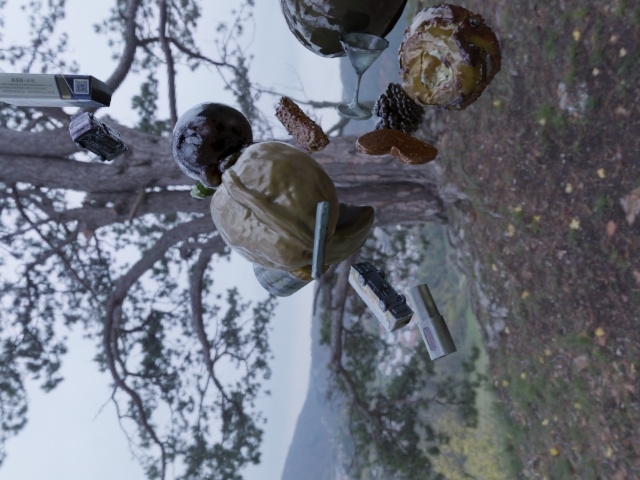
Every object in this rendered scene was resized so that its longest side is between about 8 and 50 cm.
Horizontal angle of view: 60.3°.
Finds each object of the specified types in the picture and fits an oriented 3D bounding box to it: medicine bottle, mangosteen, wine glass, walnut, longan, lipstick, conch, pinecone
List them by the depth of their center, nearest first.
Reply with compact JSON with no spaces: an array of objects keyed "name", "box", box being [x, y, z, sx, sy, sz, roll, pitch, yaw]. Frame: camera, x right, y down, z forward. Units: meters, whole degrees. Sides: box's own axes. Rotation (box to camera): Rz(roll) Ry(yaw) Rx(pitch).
[{"name":"wine glass","box":[0.091,-0.386,1.302,0.122,0.122,0.182,-80,-2,-50]},{"name":"longan","box":[0.057,-0.657,1.385,0.404,0.336,0.404,-175,90,-84]},{"name":"walnut","box":[-0.126,-0.096,1.600,0.381,0.382,0.381,10,-90,-90]},{"name":"lipstick","box":[0.379,0.276,1.890,0.079,0.077,0.252,-38,64,47]},{"name":"pinecone","box":[0.273,-0.455,1.981,0.204,0.179,0.184,-30,43,60]},{"name":"mangosteen","box":[-0.369,-0.330,1.991,0.307,0.347,0.307,-37,-16,-13]},{"name":"medicine bottle","box":[-0.114,0.078,2.193,0.232,0.238,0.237,-38,29,39]},{"name":"conch","box":[-0.483,-0.208,2.245,0.089,0.121,0.074,38,-141,-41]}]

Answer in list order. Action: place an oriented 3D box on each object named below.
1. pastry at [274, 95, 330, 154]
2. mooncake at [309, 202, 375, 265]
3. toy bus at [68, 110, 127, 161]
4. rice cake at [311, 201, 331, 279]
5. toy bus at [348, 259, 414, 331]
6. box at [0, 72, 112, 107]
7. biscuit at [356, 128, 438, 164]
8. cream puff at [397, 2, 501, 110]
[{"name":"pastry","box":[-0.050,-0.261,1.256,0.063,0.169,0.087,-49,-30,16]},{"name":"mooncake","box":[-0.016,-0.109,1.989,0.246,0.394,0.394,100,170,-51]},{"name":"toy bus","box":[-0.747,-0.348,1.851,0.108,0.096,0.199,62,-173,19]},{"name":"rice cake","box":[0.000,0.000,1.444,0.033,0.033,0.207,3,87,62]},{"name":"toy bus","box":[0.191,0.179,1.793,0.268,0.092,0.106,51,145,37]},{"name":"box","box":[-0.706,-0.394,1.452,0.168,0.259,0.071,-127,36,-82]},{"name":"biscuit","box":[0.206,-0.251,1.519,0.186,0.192,0.036,-28,-40,-44]},{"name":"cream puff","box":[0.421,-0.586,1.767,0.229,0.350,0.350,-39,-27,-35]}]
